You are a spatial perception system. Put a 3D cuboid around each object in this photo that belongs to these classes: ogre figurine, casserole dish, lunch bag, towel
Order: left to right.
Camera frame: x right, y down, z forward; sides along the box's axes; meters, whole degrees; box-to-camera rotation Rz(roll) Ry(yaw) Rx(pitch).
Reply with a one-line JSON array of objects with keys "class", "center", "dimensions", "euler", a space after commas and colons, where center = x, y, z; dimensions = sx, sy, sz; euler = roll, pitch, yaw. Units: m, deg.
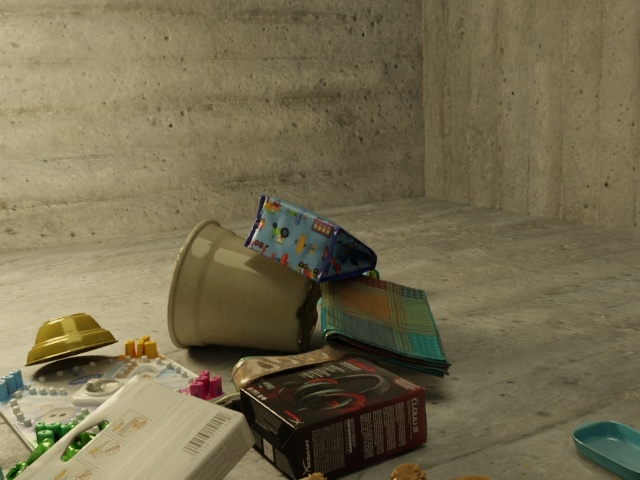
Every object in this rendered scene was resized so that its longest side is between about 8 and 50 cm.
[{"class": "ogre figurine", "center": [-0.414, 0.357, 1.186], "dimensions": [0.197, 0.096, 0.118], "euler": [1, -6, -44]}, {"class": "lunch bag", "center": [0.000, 0.000, 1.689], "dimensions": [0.221, 0.138, 0.293], "euler": [25, 9, 28]}, {"class": "towel", "center": [0.131, 0.162, 1.558], "dimensions": [0.272, 0.040, 0.370], "euler": [16, 20, -6]}, {"class": "casserole dish", "center": [0.503, 0.351, 1.154], "dimensions": [0.114, 0.036, 0.188], "euler": [-8, 14, -25]}]

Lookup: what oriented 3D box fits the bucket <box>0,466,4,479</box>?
[{"class": "bucket", "center": [-0.547, 0.347, 0.864], "dimensions": [0.281, 0.281, 0.183], "euler": [-2, 6, 4]}]

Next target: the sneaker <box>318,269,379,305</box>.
[{"class": "sneaker", "center": [0.068, 0.107, 2.197], "dimensions": [0.208, 0.127, 0.319], "euler": [-6, 22, -9]}]

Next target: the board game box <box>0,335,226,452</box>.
[{"class": "board game box", "center": [-0.464, 0.313, 1.504], "dimensions": [0.390, 0.050, 0.390], "euler": [-11, 15, -37]}]

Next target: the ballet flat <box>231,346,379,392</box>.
[{"class": "ballet flat", "center": [-0.024, 0.290, 1.459], "dimensions": [0.316, 0.107, 0.106], "euler": [-8, 32, -2]}]

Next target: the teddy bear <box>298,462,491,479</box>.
[{"class": "teddy bear", "center": [0.072, 0.391, 0.949], "dimensions": [0.338, 0.113, 0.245], "euler": [-9, 4, 8]}]

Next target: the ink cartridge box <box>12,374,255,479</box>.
[{"class": "ink cartridge box", "center": [-0.288, 0.344, 1.045], "dimensions": [0.261, 0.066, 0.296], "euler": [9, 37, 39]}]

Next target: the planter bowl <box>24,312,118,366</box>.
[{"class": "planter bowl", "center": [-0.598, 0.226, 1.666], "dimensions": [0.217, 0.090, 0.217], "euler": [-16, -7, -2]}]

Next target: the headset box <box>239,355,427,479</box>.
[{"class": "headset box", "center": [0.034, 0.310, 1.265], "dimensions": [0.293, 0.110, 0.218], "euler": [-9, 12, -29]}]

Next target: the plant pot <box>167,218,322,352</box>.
[{"class": "plant pot", "center": [-0.165, 0.136, 1.734], "dimensions": [0.306, 0.333, 0.334], "euler": [11, 15, 12]}]

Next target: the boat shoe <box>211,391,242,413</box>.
[{"class": "boat shoe", "center": [-0.191, 0.335, 1.352], "dimensions": [0.152, 0.056, 0.049], "euler": [-15, 19, -10]}]
